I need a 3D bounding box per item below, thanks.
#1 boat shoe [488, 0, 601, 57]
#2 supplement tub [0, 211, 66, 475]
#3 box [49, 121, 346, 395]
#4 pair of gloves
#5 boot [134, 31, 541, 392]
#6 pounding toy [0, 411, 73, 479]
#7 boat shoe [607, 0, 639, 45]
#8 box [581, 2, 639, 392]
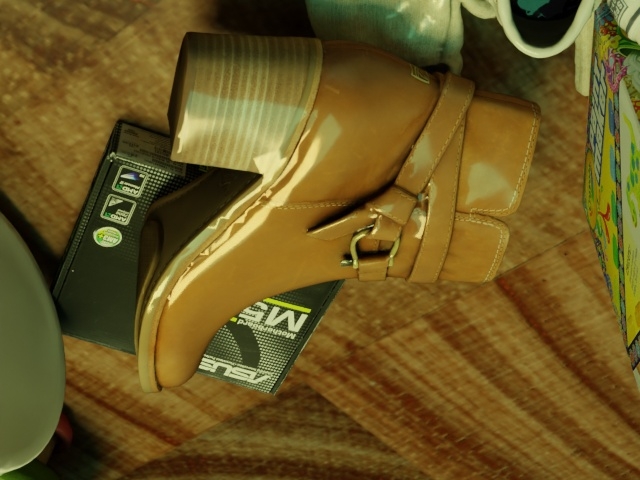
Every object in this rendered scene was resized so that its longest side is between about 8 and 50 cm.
[{"bbox_3d":[0.121,-0.217,0.577,0.096,0.088,0.267,10,123,1],"label":"boat shoe"},{"bbox_3d":[-0.364,0.101,0.826,0.325,0.235,0.235,-19,131,19],"label":"supplement tub"},{"bbox_3d":[-0.086,0.020,0.876,0.191,0.045,0.184,19,128,-16],"label":"box"},{"bbox_3d":[0.110,-0.158,0.703,0.240,0.042,0.204,-1,134,3],"label":"pair of gloves"},{"bbox_3d":[0.000,0.000,0.776,0.220,0.109,0.283,8,123,-13],"label":"boot"},{"bbox_3d":[-0.252,0.221,1.033,0.183,0.110,0.237,-5,132,24],"label":"pounding toy"},{"bbox_3d":[0.275,-0.168,0.618,0.258,0.084,0.095,-37,161,14],"label":"boat shoe"},{"bbox_3d":[0.319,0.000,0.667,0.290,0.279,0.177,-8,139,3],"label":"box"}]
